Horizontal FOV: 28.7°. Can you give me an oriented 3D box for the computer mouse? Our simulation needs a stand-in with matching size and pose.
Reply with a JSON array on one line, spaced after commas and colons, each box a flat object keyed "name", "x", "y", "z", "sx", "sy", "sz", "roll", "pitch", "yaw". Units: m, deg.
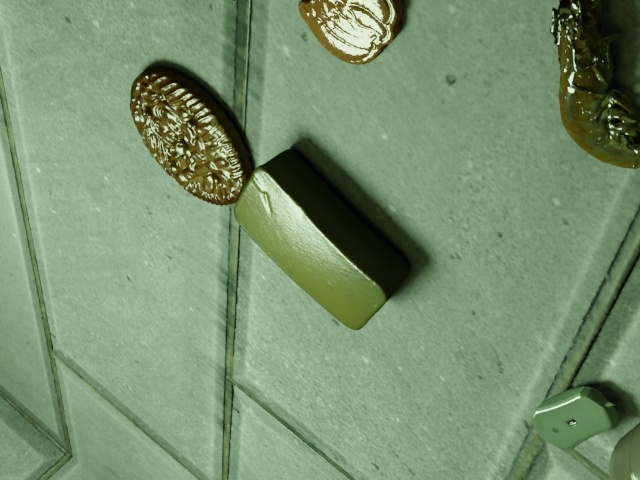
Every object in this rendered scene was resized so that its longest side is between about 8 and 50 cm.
[{"name": "computer mouse", "x": 0.259, "y": 0.171, "z": 1.247, "sx": 0.056, "sy": 0.032, "sz": 0.110, "roll": 48, "pitch": 141, "yaw": -3}]

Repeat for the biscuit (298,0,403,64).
[{"name": "biscuit", "x": 0.025, "y": -0.207, "z": 1.109, "sx": 0.102, "sy": 0.019, "sz": 0.130, "roll": 44, "pitch": 150, "yaw": 5}]

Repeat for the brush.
[{"name": "brush", "x": 0.000, "y": 0.000, "z": 1.357, "sx": 0.197, "sy": 0.059, "sz": 0.123, "roll": 45, "pitch": 148, "yaw": 4}]

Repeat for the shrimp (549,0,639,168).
[{"name": "shrimp", "x": 0.229, "y": -0.115, "z": 0.934, "sx": 0.124, "sy": 0.034, "sz": 0.178, "roll": 23, "pitch": 144, "yaw": 33}]

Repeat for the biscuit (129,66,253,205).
[{"name": "biscuit", "x": -0.154, "y": -0.117, "z": 1.452, "sx": 0.188, "sy": 0.027, "sz": 0.188, "roll": 34, "pitch": 148, "yaw": 25}]

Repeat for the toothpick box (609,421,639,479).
[{"name": "toothpick box", "x": 0.335, "y": 0.182, "z": 1.075, "sx": 0.111, "sy": 0.111, "sz": 0.180, "roll": 43, "pitch": 150, "yaw": 9}]
